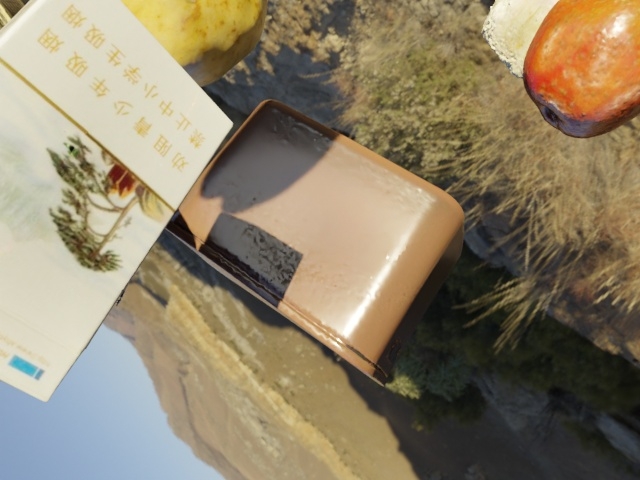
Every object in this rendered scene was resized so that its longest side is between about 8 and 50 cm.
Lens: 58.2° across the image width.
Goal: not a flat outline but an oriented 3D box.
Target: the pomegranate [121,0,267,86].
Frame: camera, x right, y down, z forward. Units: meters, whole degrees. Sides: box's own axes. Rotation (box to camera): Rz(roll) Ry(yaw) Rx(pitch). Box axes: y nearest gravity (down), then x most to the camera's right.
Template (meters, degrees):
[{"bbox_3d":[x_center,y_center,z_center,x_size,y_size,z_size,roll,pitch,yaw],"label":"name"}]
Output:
[{"bbox_3d":[-0.247,-0.410,0.935,0.342,0.342,0.342,44,162,18],"label":"pomegranate"}]

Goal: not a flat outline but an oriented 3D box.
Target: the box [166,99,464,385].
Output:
[{"bbox_3d":[0.000,0.000,0.784,0.339,0.229,0.239,32,172,20],"label":"box"}]

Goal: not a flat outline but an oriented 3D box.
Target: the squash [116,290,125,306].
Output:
[{"bbox_3d":[-0.348,0.033,0.973,0.155,0.236,0.204,7,178,6],"label":"squash"}]

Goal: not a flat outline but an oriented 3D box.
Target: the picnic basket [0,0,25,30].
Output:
[{"bbox_3d":[-0.357,-0.136,0.535,0.175,0.228,0.313,53,178,-28],"label":"picnic basket"}]

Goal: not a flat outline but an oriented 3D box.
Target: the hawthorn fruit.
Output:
[{"bbox_3d":[0.348,-0.221,0.723,0.189,0.189,0.189,44,162,18],"label":"hawthorn fruit"}]

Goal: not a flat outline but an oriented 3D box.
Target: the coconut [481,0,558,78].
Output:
[{"bbox_3d":[0.516,-0.483,1.196,0.297,0.297,0.254,47,145,7],"label":"coconut"}]

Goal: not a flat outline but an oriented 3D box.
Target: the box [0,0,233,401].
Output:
[{"bbox_3d":[-0.174,-0.037,0.365,0.067,0.233,0.149,0,144,47],"label":"box"}]
